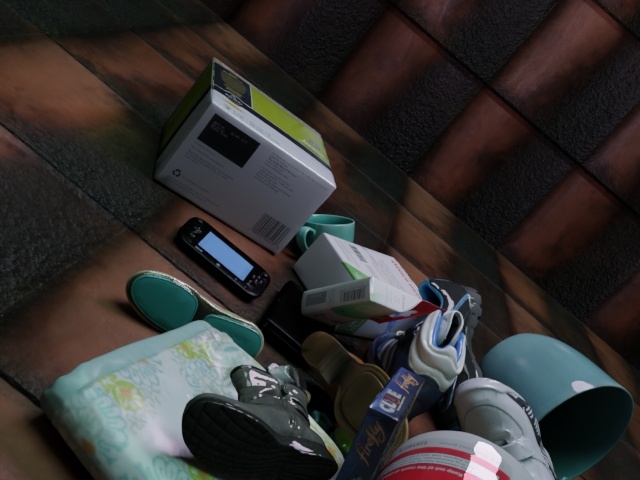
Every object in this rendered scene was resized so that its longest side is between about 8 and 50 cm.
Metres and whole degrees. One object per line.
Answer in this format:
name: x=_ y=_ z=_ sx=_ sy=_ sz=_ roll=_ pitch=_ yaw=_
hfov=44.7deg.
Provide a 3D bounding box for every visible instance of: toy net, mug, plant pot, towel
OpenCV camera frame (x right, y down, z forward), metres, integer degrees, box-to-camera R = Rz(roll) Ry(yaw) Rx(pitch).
toy net: x=0.002 y=0.283 z=1.303 sx=0.232 sy=0.045 sz=0.122 roll=50 pitch=21 yaw=24
mug: x=0.001 y=-0.002 z=1.829 sx=0.158 sy=0.097 sz=0.129 roll=-1 pitch=14 yaw=-22
plant pot: x=0.465 y=0.339 z=1.651 sx=0.293 sy=0.293 sz=0.235 roll=26 pitch=18 yaw=-37
towel: x=-0.141 y=0.261 z=1.013 sx=0.320 sy=0.090 sz=0.374 roll=44 pitch=19 yaw=12

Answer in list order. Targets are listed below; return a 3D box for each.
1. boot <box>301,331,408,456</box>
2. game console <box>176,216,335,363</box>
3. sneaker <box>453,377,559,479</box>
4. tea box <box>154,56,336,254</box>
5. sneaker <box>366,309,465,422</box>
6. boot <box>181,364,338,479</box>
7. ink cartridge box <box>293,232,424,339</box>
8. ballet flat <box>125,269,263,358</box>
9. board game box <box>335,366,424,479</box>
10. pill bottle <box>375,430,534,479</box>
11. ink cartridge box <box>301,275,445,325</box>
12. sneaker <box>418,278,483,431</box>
boot: x=0.088 y=0.289 z=1.293 sx=0.283 sy=0.109 sz=0.220 roll=36 pitch=-13 yaw=48
game console: x=-0.126 y=0.090 z=1.487 sx=0.361 sy=0.044 sz=0.213 roll=39 pitch=19 yaw=-3
sneaker: x=0.352 y=0.431 z=1.395 sx=0.366 sy=0.137 sz=0.210 roll=60 pitch=17 yaw=-14
tea box: x=-0.171 y=-0.197 z=1.761 sx=0.329 sy=0.220 sz=0.323 roll=34 pitch=21 yaw=-21
sneaker: x=0.206 y=0.217 z=1.541 sx=0.130 sy=0.236 sz=0.323 roll=39 pitch=19 yaw=-6
boot: x=-0.092 y=0.218 z=0.984 sx=0.246 sy=0.083 sz=0.161 roll=35 pitch=14 yaw=-38
ink cartridge box: x=0.103 y=0.115 z=1.753 sx=0.278 sy=0.117 sz=0.201 roll=19 pitch=29 yaw=-48
ballet flat: x=-0.204 y=0.120 z=1.241 sx=0.248 sy=0.086 sz=0.086 roll=35 pitch=20 yaw=-22
board game box: x=0.059 y=0.306 z=1.056 sx=0.042 sy=0.243 sz=0.165 roll=26 pitch=16 yaw=13
pill bottle: x=0.114 y=0.418 z=0.887 sx=0.229 sy=0.229 sz=0.408 roll=43 pitch=32 yaw=5
ink cartridge box: x=0.103 y=0.139 z=1.500 sx=0.225 sy=0.181 sz=0.056 roll=28 pitch=59 yaw=-38
sneaker: x=0.263 y=0.240 z=1.672 sx=0.140 sy=0.125 sz=0.341 roll=22 pitch=52 yaw=-25
